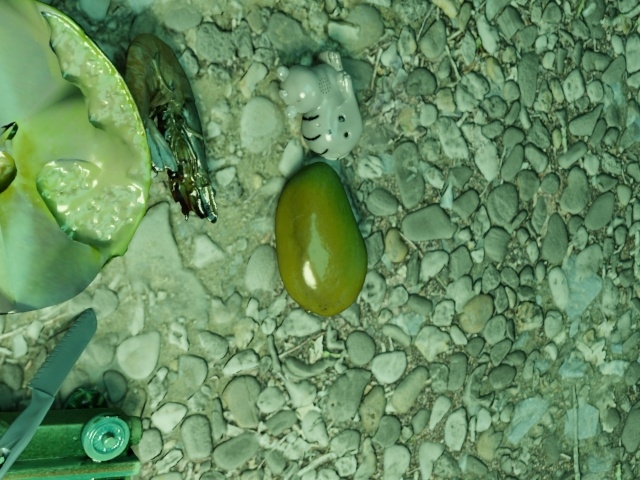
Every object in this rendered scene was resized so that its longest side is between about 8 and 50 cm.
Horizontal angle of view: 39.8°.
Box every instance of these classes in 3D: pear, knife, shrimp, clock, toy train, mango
[{"bbox_3d":[-0.425,-0.106,1.133,0.399,0.165,0.398,-5,99,-32],"label":"pear"},{"bbox_3d":[-0.371,0.199,1.191,0.045,0.019,0.313,23,40,0],"label":"knife"},{"bbox_3d":[-0.218,-0.153,1.268,0.178,0.075,0.289,-39,124,-68],"label":"shrimp"},{"bbox_3d":[-0.006,-0.210,1.435,0.117,0.080,0.176,-25,108,-28],"label":"clock"},{"bbox_3d":[-0.398,0.316,1.238,0.298,0.120,0.194,4,101,-33],"label":"toy train"},{"bbox_3d":[0.000,0.000,1.445,0.156,0.114,0.251,-15,105,-23],"label":"mango"}]
